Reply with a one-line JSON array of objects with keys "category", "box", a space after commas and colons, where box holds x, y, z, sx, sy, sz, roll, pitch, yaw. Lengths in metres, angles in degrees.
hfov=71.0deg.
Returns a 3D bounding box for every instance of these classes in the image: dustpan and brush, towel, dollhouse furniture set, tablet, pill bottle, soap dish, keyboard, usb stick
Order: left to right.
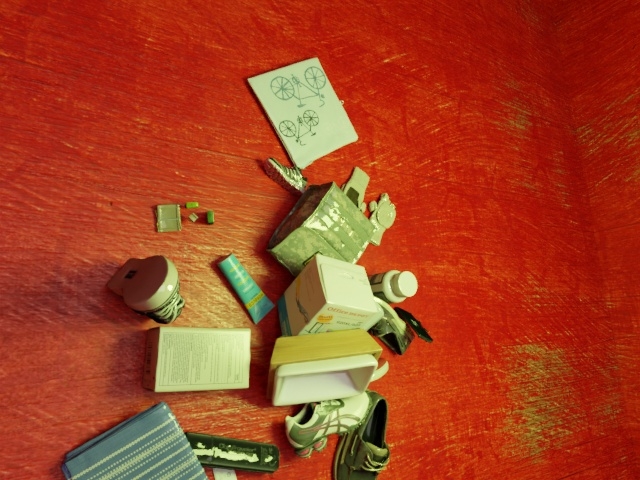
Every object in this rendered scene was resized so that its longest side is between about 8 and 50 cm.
[{"category": "towel", "box": [-0.390, 0.567, 1.017, 0.243, 0.040, 0.335, -28, 96, -20]}, {"category": "dollhouse furniture set", "box": [-0.371, -0.064, 1.231, 0.152, 0.058, 0.076, -5, 88, -15]}, {"category": "tablet", "box": [-0.245, 0.607, 1.155, 0.054, 0.006, 0.083, -12, 85, -36]}, {"category": "usb stick", "box": [-0.231, 0.547, 1.152, 0.278, 0.045, 0.077, 22, 44, -28]}, {"category": "soap dish", "box": [-0.001, 0.343, 1.217, 0.291, 0.228, 0.118, -4, 50, -13]}, {"category": "dustpan and brush", "box": [0.084, 0.194, 1.417, 0.147, 0.060, 0.211, -42, 80, 9]}, {"category": "pill bottle", "box": [0.226, 0.155, 1.479, 0.108, 0.180, 0.107, 9, 74, -32]}, {"category": "keyboard", "box": [0.319, 0.298, 1.527, 0.100, 0.192, 0.038, 27, 103, -22]}]

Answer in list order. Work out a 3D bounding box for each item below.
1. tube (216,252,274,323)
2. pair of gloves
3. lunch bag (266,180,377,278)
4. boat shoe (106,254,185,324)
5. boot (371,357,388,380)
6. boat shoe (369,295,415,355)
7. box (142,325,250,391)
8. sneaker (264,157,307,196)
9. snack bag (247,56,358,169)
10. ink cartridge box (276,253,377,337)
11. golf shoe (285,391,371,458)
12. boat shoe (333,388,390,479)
[{"category": "tube", "box": [-0.214, 0.133, 1.275, 0.080, 0.052, 0.207, -41, 108, -27]}, {"category": "pair of gloves", "box": [0.172, -0.124, 1.599, 0.240, 0.042, 0.204, 44, 58, -18]}, {"category": "lunch bag", "box": [0.000, 0.000, 1.376, 0.235, 0.169, 0.287, 45, 68, -26]}, {"category": "boat shoe", "box": [-0.356, 0.124, 1.011, 0.158, 0.341, 0.127, 46, 68, -28]}, {"category": "boot", "box": [0.098, 0.359, 1.403, 0.245, 0.088, 0.176, -9, 82, -32]}, {"category": "boat shoe", "box": [0.204, 0.279, 1.483, 0.285, 0.103, 0.092, 43, 54, -25]}, {"category": "box", "box": [-0.306, 0.294, 1.119, 0.233, 0.127, 0.148, 9, 73, -32]}, {"category": "sneaker", "box": [-0.105, -0.214, 1.424, 0.170, 0.063, 0.074, 38, 60, -26]}, {"category": "snack bag", "box": [-0.046, -0.441, 1.537, 0.323, 0.037, 0.342, -34, 97, -34]}, {"category": "ink cartridge box", "box": [0.013, 0.186, 1.267, 0.171, 0.232, 0.168, 15, 40, -29]}, {"category": "golf shoe", "box": [0.027, 0.494, 1.272, 0.273, 0.105, 0.120, -27, 106, -25]}, {"category": "boat shoe", "box": [0.128, 0.622, 1.325, 0.132, 0.130, 0.355, 16, 69, -30]}]
